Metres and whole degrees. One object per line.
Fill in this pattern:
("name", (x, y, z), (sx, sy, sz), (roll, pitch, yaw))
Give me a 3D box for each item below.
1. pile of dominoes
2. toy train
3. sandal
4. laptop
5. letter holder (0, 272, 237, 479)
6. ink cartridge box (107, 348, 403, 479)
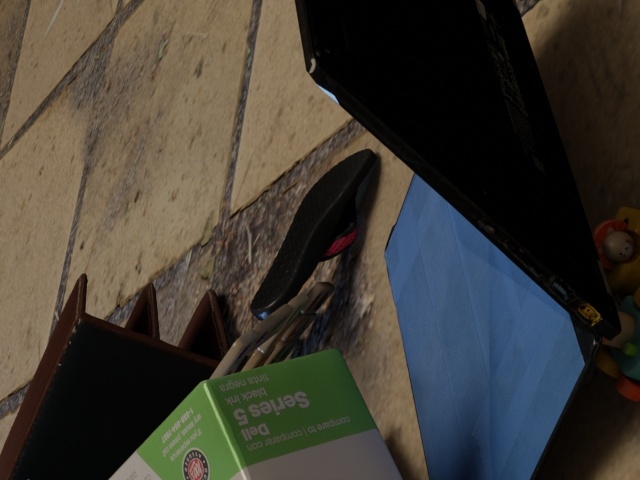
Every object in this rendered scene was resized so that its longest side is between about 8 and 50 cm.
("pile of dominoes", (-0.065, 0.143, 1.530), (0.251, 0.040, 0.196), (-55, -11, 32))
("toy train", (0.197, 0.009, 1.104), (0.125, 0.046, 0.166), (-33, 42, 57))
("sandal", (0.000, 0.000, 1.550), (0.067, 0.040, 0.179), (-16, 40, 57))
("laptop", (0.028, -0.039, 1.197), (0.236, 0.408, 0.382), (-36, 35, 21))
("letter holder", (-0.212, 0.183, 1.750), (0.214, 0.152, 0.302), (-108, 41, -68))
("ink cartridge box", (-0.018, 0.238, 1.174), (0.198, 0.114, 0.273), (-47, 62, 46))
